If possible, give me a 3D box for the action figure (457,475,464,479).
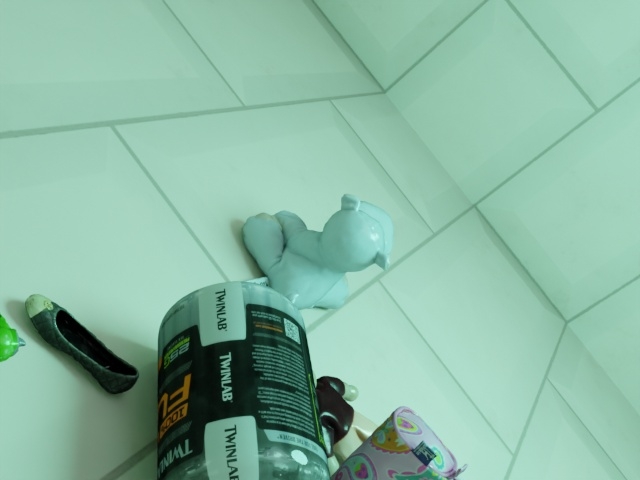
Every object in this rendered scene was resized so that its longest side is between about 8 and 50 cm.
[{"bbox_3d":[0.182,0.461,1.021,0.248,0.275,0.370,19,-7,-1],"label":"action figure"}]

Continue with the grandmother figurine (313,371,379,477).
[{"bbox_3d":[0.032,0.293,1.255,0.342,0.104,0.207,45,18,-17],"label":"grandmother figurine"}]

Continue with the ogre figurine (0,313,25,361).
[{"bbox_3d":[-0.398,0.112,0.816,0.118,0.096,0.197,38,15,0],"label":"ogre figurine"}]

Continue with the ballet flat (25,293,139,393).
[{"bbox_3d":[-0.301,0.126,0.999,0.173,0.049,0.057,45,26,-11],"label":"ballet flat"}]

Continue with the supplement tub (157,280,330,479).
[{"bbox_3d":[-0.101,0.235,0.992,0.207,0.207,0.338,31,31,-34],"label":"supplement tub"}]

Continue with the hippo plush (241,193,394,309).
[{"bbox_3d":[0.000,0.000,1.427,0.234,0.237,0.294,54,26,7],"label":"hippo plush"}]

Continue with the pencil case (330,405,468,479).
[{"bbox_3d":[0.054,0.345,1.005,0.124,0.284,0.124,39,13,-11],"label":"pencil case"}]
